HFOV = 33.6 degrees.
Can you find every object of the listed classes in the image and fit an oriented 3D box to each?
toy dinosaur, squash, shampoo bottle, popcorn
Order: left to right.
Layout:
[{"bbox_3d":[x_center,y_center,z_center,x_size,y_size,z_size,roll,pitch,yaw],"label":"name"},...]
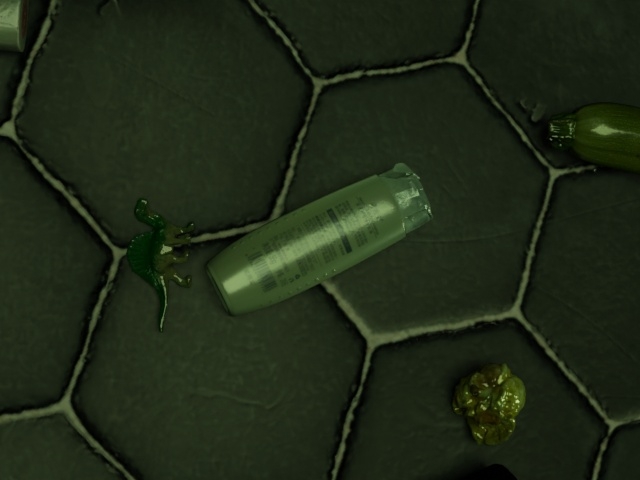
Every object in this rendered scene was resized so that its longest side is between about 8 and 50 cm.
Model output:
[{"bbox_3d":[-0.147,0.022,0.964,0.060,0.029,0.120,5,91,4],"label":"toy dinosaur"},{"bbox_3d":[0.000,0.000,0.979,0.212,0.049,0.072,-25,88,-11],"label":"shampoo bottle"},{"bbox_3d":[0.162,0.155,0.999,0.068,0.059,0.083,3,95,-11],"label":"popcorn"},{"bbox_3d":[0.342,-0.089,1.046,0.258,0.069,0.069,16,84,-11],"label":"squash"}]

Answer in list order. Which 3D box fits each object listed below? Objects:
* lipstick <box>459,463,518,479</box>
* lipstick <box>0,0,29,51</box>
[{"bbox_3d":[0.054,0.296,0.957,0.299,0.081,0.081,-25,92,-12],"label":"lipstick"},{"bbox_3d":[-0.352,-0.204,0.916,0.186,0.057,0.063,4,86,-9],"label":"lipstick"}]
